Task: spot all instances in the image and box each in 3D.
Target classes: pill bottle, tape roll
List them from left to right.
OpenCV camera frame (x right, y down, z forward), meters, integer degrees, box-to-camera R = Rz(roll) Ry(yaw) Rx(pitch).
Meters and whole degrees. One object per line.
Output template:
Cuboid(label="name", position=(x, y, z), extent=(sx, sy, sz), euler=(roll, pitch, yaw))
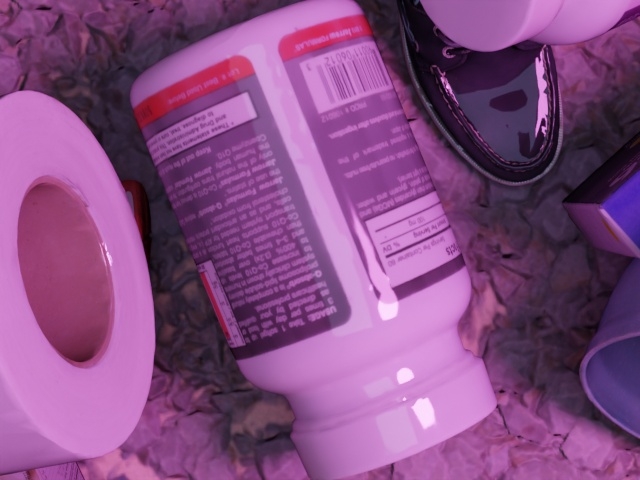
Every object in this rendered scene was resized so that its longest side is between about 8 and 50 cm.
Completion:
Cuboid(label="tape roll", position=(-0.232, 0.033, 1.117), extent=(0.100, 0.286, 0.286), euler=(-13, 92, 18))
Cuboid(label="pill bottle", position=(0.000, 0.000, 1.217), extent=(0.210, 0.210, 0.363), euler=(-22, 91, 2))
Cuboid(label="pill bottle", position=(0.216, -0.252, 1.155), extent=(0.301, 0.169, 0.169), euler=(-28, 91, -35))

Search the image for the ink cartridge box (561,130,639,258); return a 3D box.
Cuboid(label="ink cartridge box", position=(0.338, -0.105, 1.156), extent=(0.303, 0.307, 0.072), euler=(-40, 89, 2))

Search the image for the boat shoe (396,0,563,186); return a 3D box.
Cuboid(label="boat shoe", position=(0.127, -0.209, 1.254), extent=(0.127, 0.113, 0.340), euler=(-14, 92, 2))

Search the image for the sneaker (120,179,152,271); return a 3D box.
Cuboid(label="sneaker", position=(-0.221, 0.052, 1.287), extent=(0.128, 0.087, 0.221), euler=(7, 91, 0))

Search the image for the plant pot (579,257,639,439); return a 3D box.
Cuboid(label="plant pot", position=(0.378, 0.058, 1.196), extent=(0.293, 0.293, 0.196), euler=(20, 65, 1))

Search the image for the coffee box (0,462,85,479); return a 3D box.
Cuboid(label="coffee box", position=(-0.308, 0.161, 1.234), extent=(0.141, 0.098, 0.246), euler=(-15, 118, 6))
